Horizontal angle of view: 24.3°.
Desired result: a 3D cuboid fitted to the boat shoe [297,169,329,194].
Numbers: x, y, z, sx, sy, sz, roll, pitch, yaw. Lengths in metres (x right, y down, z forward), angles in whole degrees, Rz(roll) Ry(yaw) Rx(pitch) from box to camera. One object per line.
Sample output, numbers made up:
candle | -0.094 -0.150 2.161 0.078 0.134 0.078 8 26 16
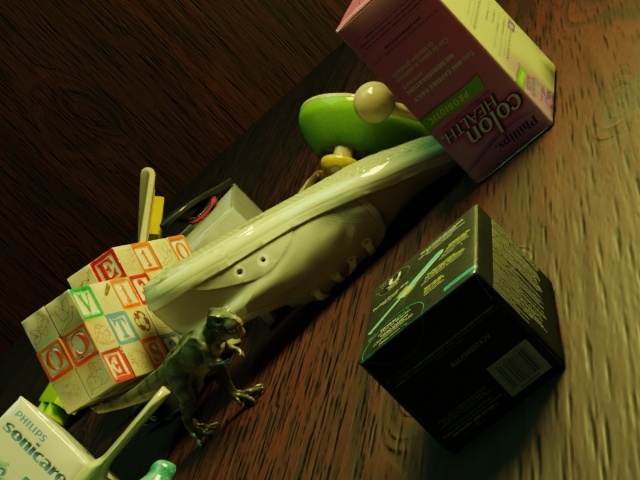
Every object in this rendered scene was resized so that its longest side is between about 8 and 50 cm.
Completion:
boat shoe | -0.025 -0.006 2.038 0.095 0.095 0.257 -51 -1 27

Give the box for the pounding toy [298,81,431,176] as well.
pounding toy | 0.063 -0.111 1.958 0.237 0.183 0.110 -19 53 59

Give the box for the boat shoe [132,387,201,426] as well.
boat shoe | -0.209 0.219 1.963 0.125 0.046 0.038 -27 14 33

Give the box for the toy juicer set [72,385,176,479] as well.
toy juicer set | -0.220 0.321 1.497 0.209 0.089 0.329 -42 22 27

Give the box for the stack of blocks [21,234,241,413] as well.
stack of blocks | -0.245 0.100 1.902 0.087 0.171 0.297 -33 -9 26

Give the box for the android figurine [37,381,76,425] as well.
android figurine | -0.410 0.220 2.575 0.272 0.056 0.248 -59 14 -16

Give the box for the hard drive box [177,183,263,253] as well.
hard drive box | -0.181 0.013 2.503 0.181 0.089 0.232 -43 10 7

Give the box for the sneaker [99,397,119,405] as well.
sneaker | -0.291 0.162 2.292 0.131 0.112 0.319 -40 10 7

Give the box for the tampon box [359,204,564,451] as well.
tampon box | 0.113 0.066 1.183 0.120 0.101 0.161 -40 11 18

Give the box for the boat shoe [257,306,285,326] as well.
boat shoe | -0.072 0.065 1.999 0.066 0.066 0.183 -40 21 -1

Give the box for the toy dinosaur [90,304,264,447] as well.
toy dinosaur | -0.144 0.166 1.716 0.268 0.118 0.064 -39 11 35

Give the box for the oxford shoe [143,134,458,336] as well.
oxford shoe | 0.000 0.000 1.831 0.449 0.130 0.169 -30 4 -4

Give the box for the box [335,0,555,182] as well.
box | 0.153 -0.222 1.741 0.117 0.243 0.213 -40 12 22

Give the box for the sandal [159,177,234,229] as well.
sandal | -0.202 -0.056 2.525 0.067 0.040 0.179 -26 6 44

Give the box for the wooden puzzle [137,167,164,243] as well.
wooden puzzle | -0.293 0.027 2.557 0.238 0.044 0.221 -97 11 -49

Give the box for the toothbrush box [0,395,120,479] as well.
toothbrush box | -0.386 0.345 1.735 0.295 0.126 0.216 -46 -14 -8
